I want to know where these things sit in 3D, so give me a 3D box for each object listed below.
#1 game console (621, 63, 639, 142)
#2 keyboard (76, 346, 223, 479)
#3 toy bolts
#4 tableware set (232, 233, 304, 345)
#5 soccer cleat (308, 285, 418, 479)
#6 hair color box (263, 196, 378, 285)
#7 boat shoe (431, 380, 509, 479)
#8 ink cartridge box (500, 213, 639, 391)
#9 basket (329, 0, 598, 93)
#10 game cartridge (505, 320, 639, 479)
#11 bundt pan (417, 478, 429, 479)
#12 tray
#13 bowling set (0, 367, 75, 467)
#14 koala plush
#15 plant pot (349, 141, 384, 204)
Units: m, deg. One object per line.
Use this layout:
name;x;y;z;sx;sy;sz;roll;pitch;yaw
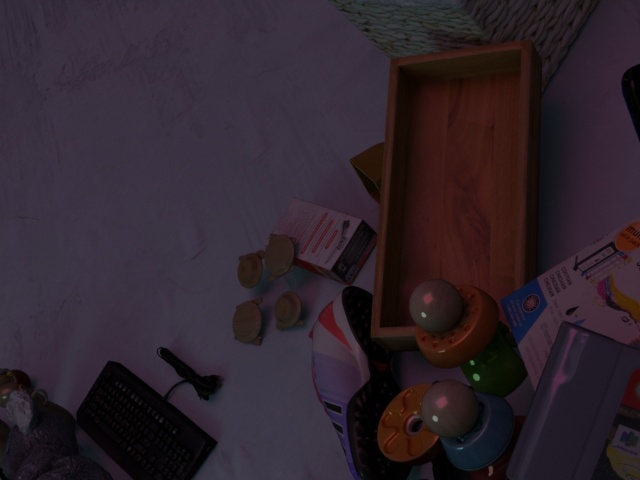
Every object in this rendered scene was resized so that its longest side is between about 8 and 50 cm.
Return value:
game console;0.499;-0.108;1.269;0.173;0.293;0.250;-23;85;52
keyboard;-0.260;0.259;1.863;0.317;0.033;0.201;27;78;48
toy bolts;0.129;0.172;1.316;0.218;0.158;0.228;-40;35;13
tableware set;-0.083;0.074;1.826;0.141;0.020;0.169;-16;70;42
soccer cleat;0.047;0.210;1.591;0.116;0.108;0.318;-45;37;33
hair color box;0.000;0.000;1.822;0.167;0.053;0.093;20;73;49
boat shoe;0.193;0.293;1.370;0.127;0.113;0.340;-31;43;20
ink cartridge box;0.354;0.103;1.323;0.232;0.168;0.171;-34;33;16
basket;0.222;-0.423;1.799;0.331;0.266;0.328;20;73;47
game cartridge;0.345;0.221;1.186;0.294;0.060;0.196;20;95;7
bundt pan;0.061;0.422;1.295;0.330;0.124;0.331;-14;70;43
tray;0.186;-0.060;1.605;0.202;0.076;0.411;-4;68;24
bowling set;-0.560;0.285;2.009;0.287;0.154;0.200;-37;41;13
koala plush;-0.414;0.346;1.823;0.203;0.196;0.221;-29;42;5
plant pot;0.109;-0.101;1.791;0.083;0.081;0.081;-37;40;-6
